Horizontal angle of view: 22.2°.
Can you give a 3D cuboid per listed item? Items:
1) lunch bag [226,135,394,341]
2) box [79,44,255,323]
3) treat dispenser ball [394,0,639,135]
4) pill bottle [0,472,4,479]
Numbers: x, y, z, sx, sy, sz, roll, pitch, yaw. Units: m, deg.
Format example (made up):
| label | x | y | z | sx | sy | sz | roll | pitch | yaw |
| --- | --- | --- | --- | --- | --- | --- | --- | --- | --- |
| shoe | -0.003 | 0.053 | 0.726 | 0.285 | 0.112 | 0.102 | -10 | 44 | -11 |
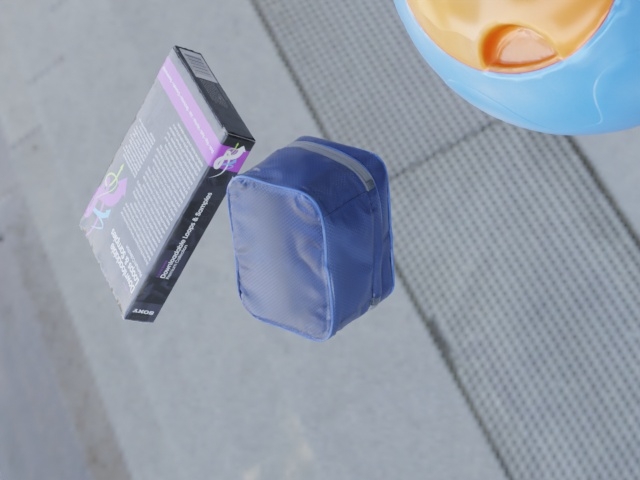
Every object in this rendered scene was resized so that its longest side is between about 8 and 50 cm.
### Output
| label | x | y | z | sx | sy | sz | roll | pitch | yaw |
| --- | --- | --- | --- | --- | --- | --- | --- | --- | --- |
| lunch bag | 0.000 | 0.000 | 0.828 | 0.067 | 0.065 | 0.098 | 20 | 128 | 35 |
| box | -0.111 | -0.039 | 1.142 | 0.162 | 0.029 | 0.116 | -57 | 40 | 23 |
| treat dispenser ball | 0.191 | -0.221 | 1.201 | 0.288 | 0.288 | 0.288 | -14 | 71 | 46 |
| pill bottle | -0.221 | 0.200 | 0.663 | 0.363 | 0.210 | 0.210 | -114 | 45 | -73 |
